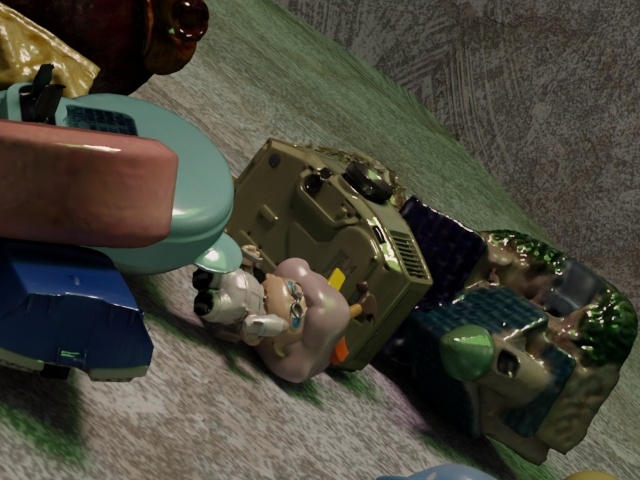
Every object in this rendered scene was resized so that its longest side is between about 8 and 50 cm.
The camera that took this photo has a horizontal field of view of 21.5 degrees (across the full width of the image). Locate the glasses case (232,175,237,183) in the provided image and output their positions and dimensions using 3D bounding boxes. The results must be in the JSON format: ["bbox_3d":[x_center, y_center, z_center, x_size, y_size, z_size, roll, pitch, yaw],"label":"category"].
[{"bbox_3d":[-0.067,-0.011,2.094,0.234,0.064,0.079,38,5,-2],"label":"glasses case"}]

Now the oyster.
[{"bbox_3d":[0.034,-0.065,2.523,0.198,0.112,0.268,15,25,-9],"label":"oyster"}]

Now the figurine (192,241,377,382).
[{"bbox_3d":[-0.043,0.079,1.747,0.229,0.112,0.137,19,50,-42],"label":"figurine"}]

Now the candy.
[{"bbox_3d":[-0.247,-0.052,1.429,0.255,0.094,0.255,7,3,0],"label":"candy"}]

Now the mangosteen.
[{"bbox_3d":[-0.278,-0.306,1.992,0.297,0.293,0.297,44,31,-36],"label":"mangosteen"}]

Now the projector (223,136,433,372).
[{"bbox_3d":[0.000,0.000,1.936,0.269,0.193,0.088,46,15,30],"label":"projector"}]

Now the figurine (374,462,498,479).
[{"bbox_3d":[0.086,0.274,1.373,0.162,0.143,0.263,34,28,15],"label":"figurine"}]

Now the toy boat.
[{"bbox_3d":[-0.222,0.045,1.386,0.129,0.088,0.295,10,11,-19],"label":"toy boat"}]

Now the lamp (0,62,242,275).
[{"bbox_3d":[-0.211,-0.063,1.647,0.284,0.147,0.209,30,26,-35],"label":"lamp"}]

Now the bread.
[{"bbox_3d":[-0.365,-0.191,1.729,0.267,0.130,0.152,33,-24,-26],"label":"bread"}]

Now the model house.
[{"bbox_3d":[0.178,0.093,2.041,0.284,0.243,0.298,23,8,-38],"label":"model house"}]

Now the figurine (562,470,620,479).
[{"bbox_3d":[0.332,0.335,1.812,0.180,0.154,0.262,27,17,-1],"label":"figurine"}]
